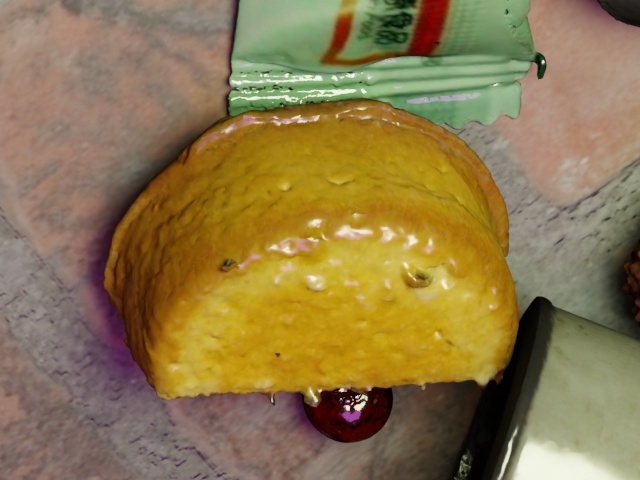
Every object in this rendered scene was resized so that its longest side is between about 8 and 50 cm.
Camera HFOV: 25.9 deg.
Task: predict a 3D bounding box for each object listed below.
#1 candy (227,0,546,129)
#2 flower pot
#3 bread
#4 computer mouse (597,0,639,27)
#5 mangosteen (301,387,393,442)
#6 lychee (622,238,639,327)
[{"bbox_3d":[0.057,-0.242,1.049,0.263,0.172,0.398,3,131,-1],"label":"candy"},{"bbox_3d":[0.274,0.235,1.127,0.330,0.293,0.294,20,108,6],"label":"flower pot"},{"bbox_3d":[0.000,0.000,1.076,0.340,0.194,0.179,-2,134,-7],"label":"bread"},{"bbox_3d":[0.312,-0.244,1.112,0.295,0.087,0.168,5,92,-31],"label":"computer mouse"},{"bbox_3d":[0.025,0.137,1.218,0.081,0.081,0.081,-4,112,-9],"label":"mangosteen"},{"bbox_3d":[0.386,0.020,1.155,0.271,0.271,0.271,-4,112,-9],"label":"lychee"}]
